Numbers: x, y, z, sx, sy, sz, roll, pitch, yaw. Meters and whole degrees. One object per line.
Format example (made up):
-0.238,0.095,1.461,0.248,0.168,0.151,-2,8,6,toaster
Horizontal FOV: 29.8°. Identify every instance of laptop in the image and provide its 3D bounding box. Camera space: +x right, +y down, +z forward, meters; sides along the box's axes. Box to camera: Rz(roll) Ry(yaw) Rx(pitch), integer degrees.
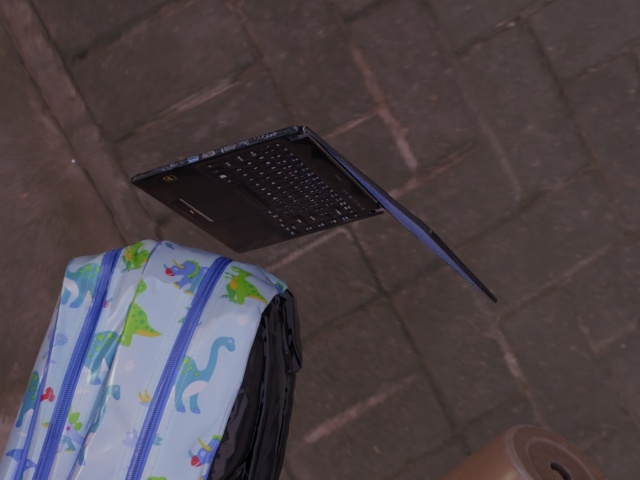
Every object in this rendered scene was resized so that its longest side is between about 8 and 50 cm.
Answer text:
0.000,0.000,1.113,0.264,0.234,0.137,-15,67,17,laptop

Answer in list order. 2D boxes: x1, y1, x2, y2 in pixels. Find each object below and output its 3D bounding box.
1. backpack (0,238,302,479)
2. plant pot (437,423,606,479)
-0.137,0.178,0.994,0.273,0.290,0.356,30,89,13,backpack
0.216,0.344,1.382,0.263,0.263,0.229,27,116,-12,plant pot
